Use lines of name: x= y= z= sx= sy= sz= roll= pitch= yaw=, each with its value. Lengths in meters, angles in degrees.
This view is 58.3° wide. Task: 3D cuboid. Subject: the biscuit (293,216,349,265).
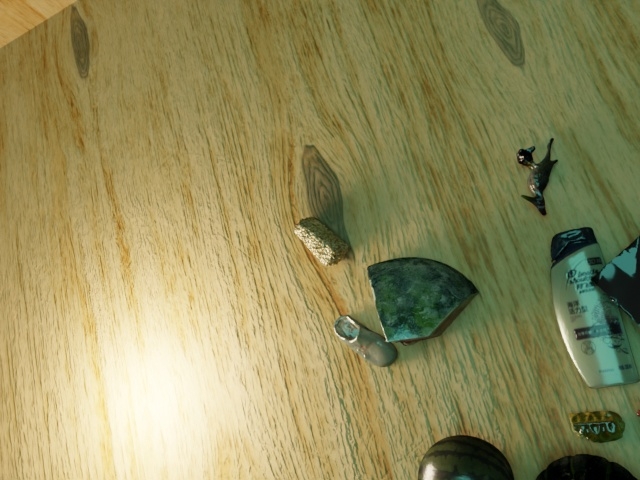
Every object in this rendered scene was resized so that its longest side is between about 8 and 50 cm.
biscuit: x=0.000 y=0.000 z=1.617 sx=0.168 sy=0.082 sz=0.070 roll=43 pitch=121 yaw=25

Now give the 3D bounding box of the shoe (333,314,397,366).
shoe: x=0.107 y=0.262 z=1.510 sx=0.195 sy=0.078 sz=0.079 roll=33 pitch=91 yaw=29

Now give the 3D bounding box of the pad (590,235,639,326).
pad: x=0.798 y=0.133 z=1.203 sx=0.247 sy=0.007 sz=0.367 roll=-42 pitch=69 yaw=4

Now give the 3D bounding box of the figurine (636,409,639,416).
figurine: x=0.711 y=0.371 z=1.198 sx=0.068 sy=0.140 sz=0.075 roll=-48 pitch=64 yaw=3

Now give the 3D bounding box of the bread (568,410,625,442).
bread: x=0.616 y=0.414 z=1.274 sx=0.110 sy=0.060 sz=0.066 roll=-11 pitch=45 yaw=19

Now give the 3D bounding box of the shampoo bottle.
shampoo bottle: x=0.611 y=0.154 z=1.324 sx=0.134 sy=0.078 sz=0.360 roll=-16 pitch=72 yaw=22

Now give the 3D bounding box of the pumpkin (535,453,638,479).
pumpkin: x=0.556 y=0.575 z=1.180 sx=0.249 sy=0.216 sz=0.250 roll=5 pitch=105 yaw=21

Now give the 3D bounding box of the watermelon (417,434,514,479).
watermelon: x=0.323 y=0.543 z=1.285 sx=0.212 sy=0.212 sz=0.212 roll=-5 pitch=76 yaw=21

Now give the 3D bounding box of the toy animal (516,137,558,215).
toy animal: x=0.543 y=-0.159 z=1.433 sx=0.105 sy=0.070 sz=0.203 roll=0 pitch=73 yaw=3

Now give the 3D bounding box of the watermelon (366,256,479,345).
watermelon: x=0.257 y=0.161 z=1.461 sx=0.289 sy=0.214 sz=0.320 roll=-9 pitch=28 yaw=-12
